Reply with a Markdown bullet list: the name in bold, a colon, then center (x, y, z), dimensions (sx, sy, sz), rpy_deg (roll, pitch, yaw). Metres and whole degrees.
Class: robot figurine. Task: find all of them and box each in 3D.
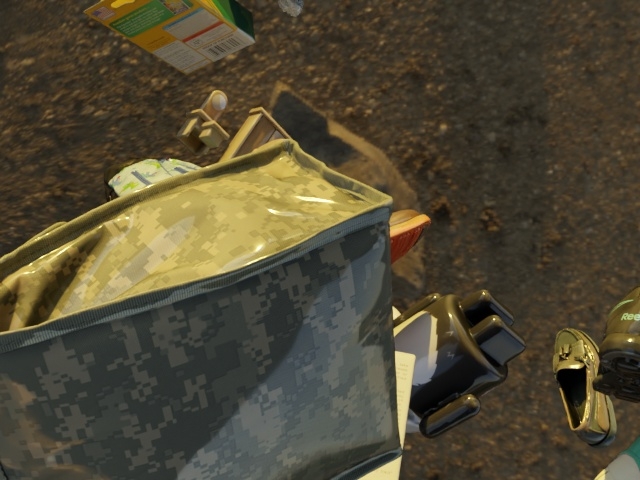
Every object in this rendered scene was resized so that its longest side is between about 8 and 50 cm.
- **robot figurine**: center (0.192, 0.198, 1.411), dimensions (0.278, 0.209, 0.174), rpy_deg (-36, 89, 20)

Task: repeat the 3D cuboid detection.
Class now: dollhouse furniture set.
- **dollhouse furniture set**: center (-0.059, -0.191, 1.693), dimensions (0.303, 0.355, 0.174), rpy_deg (44, 65, -29)

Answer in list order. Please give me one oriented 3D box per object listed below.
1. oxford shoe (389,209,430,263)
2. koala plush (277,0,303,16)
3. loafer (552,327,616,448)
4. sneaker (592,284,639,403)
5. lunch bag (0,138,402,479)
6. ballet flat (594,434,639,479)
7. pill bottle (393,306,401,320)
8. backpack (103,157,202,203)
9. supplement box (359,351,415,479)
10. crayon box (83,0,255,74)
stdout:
- **oxford shoe**: center (0.000, 0.000, 1.292), dimensions (0.363, 0.130, 0.133), rpy_deg (-17, 63, -25)
- **koala plush**: center (-0.108, -0.617, 1.905), dimensions (0.221, 0.203, 0.196), rpy_deg (24, 101, 11)
- **loafer**: center (0.505, 0.274, 1.679), dimensions (0.084, 0.096, 0.268), rpy_deg (25, 39, -26)
- **sneaker**: center (0.416, 0.144, 1.117), dimensions (0.267, 0.101, 0.106), rpy_deg (60, 44, -63)
- **lunch bag**: center (-0.098, 0.092, 0.600), dimensions (0.287, 0.169, 0.235), rpy_deg (-23, 124, -27)
- **ballet flat**: center (0.391, 0.342, 1.106), dimensions (0.087, 0.083, 0.247), rpy_deg (-1, 118, -12)
- **pill bottle**: center (0.159, 0.272, 2.119), dimensions (0.182, 0.181, 0.323), rpy_deg (-57, 135, -16)
- **backpack**: center (-0.253, -0.010, 1.598), dimensions (0.273, 0.355, 0.290), rpy_deg (-23, 108, -6)
- **supplement box**: center (0.029, 0.230, 0.914), dimensions (0.113, 0.111, 0.220), rpy_deg (9, 53, 5)
- **crayon box**: center (-0.314, -0.483, 1.821), dimensions (0.323, 0.203, 0.083), rpy_deg (23, 54, -55)
